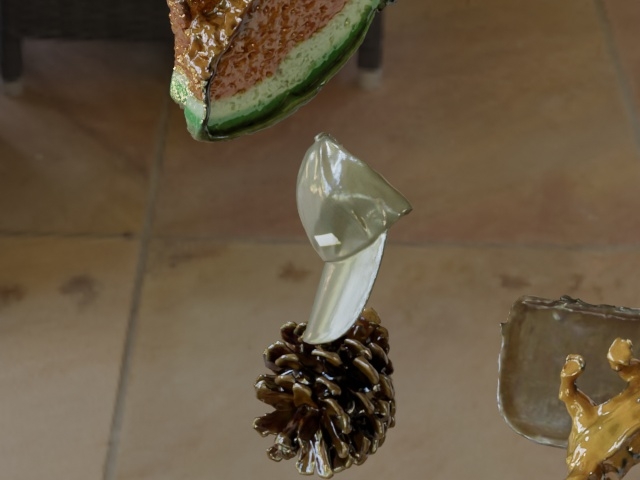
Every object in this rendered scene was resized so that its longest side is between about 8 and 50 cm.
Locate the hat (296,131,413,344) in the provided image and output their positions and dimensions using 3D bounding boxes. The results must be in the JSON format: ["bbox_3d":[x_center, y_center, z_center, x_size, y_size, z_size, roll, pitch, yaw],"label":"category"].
[{"bbox_3d":[0.000,0.000,1.362,0.173,0.144,0.166,-50,11,-5],"label":"hat"}]

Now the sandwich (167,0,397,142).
[{"bbox_3d":[-0.068,-0.237,1.506,0.109,0.212,0.292,30,81,45],"label":"sandwich"}]

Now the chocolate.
[{"bbox_3d":[0.310,0.144,1.427,0.261,0.161,0.083,10,-4,9],"label":"chocolate"}]

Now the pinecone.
[{"bbox_3d":[0.007,0.183,1.620,0.169,0.185,0.212,-13,17,15],"label":"pinecone"}]

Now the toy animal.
[{"bbox_3d":[0.231,0.174,1.136,0.255,0.116,0.114,-33,40,2],"label":"toy animal"}]
